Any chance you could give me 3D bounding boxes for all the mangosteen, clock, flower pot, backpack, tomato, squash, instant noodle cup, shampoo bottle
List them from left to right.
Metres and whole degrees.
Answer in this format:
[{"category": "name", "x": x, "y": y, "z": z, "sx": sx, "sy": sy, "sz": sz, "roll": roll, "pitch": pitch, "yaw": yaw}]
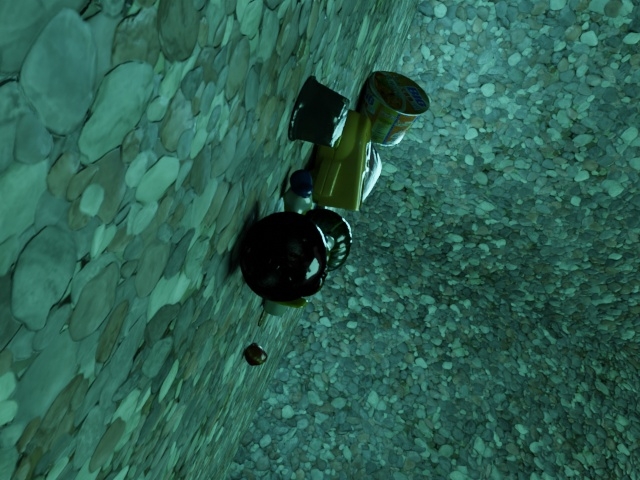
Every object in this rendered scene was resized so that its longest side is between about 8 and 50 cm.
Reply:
[{"category": "tomato", "x": -0.237, "y": 0.415, "z": 1.821, "sx": 0.075, "sy": 0.087, "sz": 0.087, "roll": -36, "pitch": 165, "yaw": -17}, {"category": "shampoo bottle", "x": -0.128, "y": 0.134, "z": 1.728, "sx": 0.085, "sy": 0.085, "sz": 0.263, "roll": -57, "pitch": 168, "yaw": -63}, {"category": "mangosteen", "x": -0.064, "y": 0.043, "z": 1.169, "sx": 0.250, "sy": 0.211, "sz": 0.212, "roll": 16, "pitch": 98, "yaw": -51}, {"category": "squash", "x": -0.003, "y": 0.001, "z": 1.600, "sx": 0.172, "sy": 0.218, "sz": 0.218, "roll": -72, "pitch": 180, "yaw": -53}, {"category": "flower pot", "x": 0.003, "y": -0.291, "z": 1.177, "sx": 0.157, "sy": 0.106, "sz": 0.158, "roll": 21, "pitch": 90, "yaw": -86}, {"category": "clock", "x": 0.069, "y": -0.263, "z": 1.621, "sx": 0.244, "sy": 0.200, "sz": 0.317, "roll": -51, "pitch": 155, "yaw": -82}, {"category": "backpack", "x": 0.125, "y": -0.279, "z": 1.998, "sx": 0.317, "sy": 0.197, "sz": 0.284, "roll": 57, "pitch": 57, "yaw": -78}, {"category": "instant noodle cup", "x": 0.296, "y": -0.562, "z": 2.181, "sx": 0.296, "sy": 0.296, "sz": 0.214, "roll": -63, "pitch": -179, "yaw": -43}]

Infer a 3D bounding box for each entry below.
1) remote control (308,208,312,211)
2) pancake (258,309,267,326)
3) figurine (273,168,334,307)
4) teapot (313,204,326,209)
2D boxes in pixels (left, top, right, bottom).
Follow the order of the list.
[{"category": "remote control", "x": -0.047, "y": -0.035, "z": 2.015, "sx": 0.277, "sy": 0.055, "sz": 0.103, "roll": 98, "pitch": 16, "yaw": -75}, {"category": "pancake", "x": -0.208, "y": 0.276, "z": 1.896, "sx": 0.115, "sy": 0.011, "sz": 0.115, "roll": 22, "pitch": 90, "yaw": -85}, {"category": "figurine", "x": -0.050, "y": -0.021, "z": 1.360, "sx": 0.283, "sy": 0.204, "sz": 0.339, "roll": -9, "pitch": 111, "yaw": -54}, {"category": "teapot", "x": -0.010, "y": -0.129, "z": 2.101, "sx": 0.049, "sy": 0.063, "sz": 0.083, "roll": 41, "pitch": -65, "yaw": 62}]
